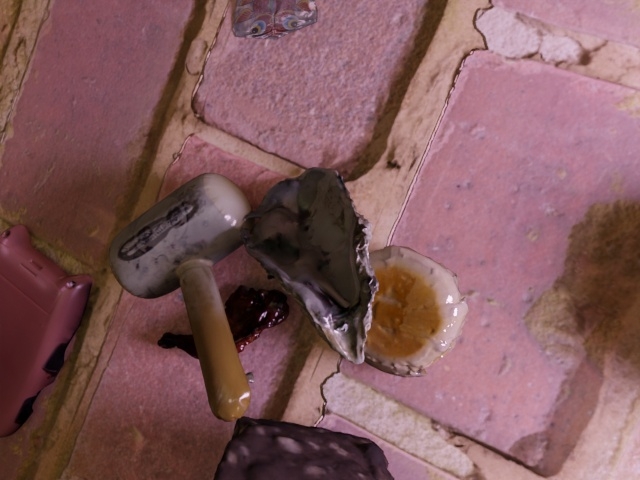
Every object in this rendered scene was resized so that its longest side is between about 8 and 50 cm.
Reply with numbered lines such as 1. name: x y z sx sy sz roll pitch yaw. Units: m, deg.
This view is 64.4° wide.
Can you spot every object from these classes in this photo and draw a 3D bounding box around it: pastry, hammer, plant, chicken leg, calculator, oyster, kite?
1. pastry: 0.092 0.084 0.611 0.166 0.088 0.165 -1 87 20
2. hammer: -0.145 0.073 0.634 0.202 0.113 0.305 -34 62 15
3. plant: 0.019 0.337 0.558 0.312 0.215 0.213 16 97 6
4. chicken leg: -0.133 0.122 0.694 0.205 0.053 0.093 -29 58 6
5. calculator: -0.498 0.155 0.798 0.220 0.048 0.329 32 99 13
6. oyster: -0.001 -0.003 0.588 0.252 0.087 0.199 26 56 35
7. kite: -0.062 -0.393 0.707 0.127 0.016 0.229 2 92 13
